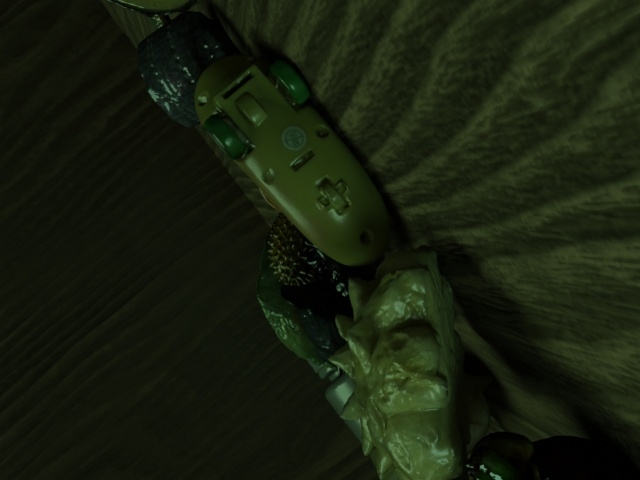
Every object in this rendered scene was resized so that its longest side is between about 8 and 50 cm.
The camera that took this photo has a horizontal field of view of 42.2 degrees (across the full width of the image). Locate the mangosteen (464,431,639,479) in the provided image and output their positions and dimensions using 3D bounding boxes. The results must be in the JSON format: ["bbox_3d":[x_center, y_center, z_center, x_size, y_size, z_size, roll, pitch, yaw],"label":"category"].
[{"bbox_3d":[0.225,0.282,0.821,0.216,0.216,0.216,52,174,8],"label":"mangosteen"}]

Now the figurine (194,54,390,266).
[{"bbox_3d":[-0.036,-0.097,1.052,0.324,0.124,0.222,49,174,1],"label":"figurine"}]

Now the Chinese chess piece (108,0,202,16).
[{"bbox_3d":[-0.161,-0.283,0.617,0.250,0.103,0.249,28,162,10],"label":"Chinese chess piece"}]

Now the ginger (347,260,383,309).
[{"bbox_3d":[0.100,0.122,1.165,0.193,0.115,0.122,95,158,-51],"label":"ginger"}]

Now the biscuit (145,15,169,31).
[{"bbox_3d":[-0.354,-0.479,1.680,0.250,0.032,0.133,52,173,12],"label":"biscuit"}]

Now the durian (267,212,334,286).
[{"bbox_3d":[0.000,0.000,1.208,0.137,0.168,0.158,5,164,28],"label":"durian"}]

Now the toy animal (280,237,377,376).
[{"bbox_3d":[0.004,0.107,1.103,0.121,0.117,0.210,40,136,41],"label":"toy animal"}]

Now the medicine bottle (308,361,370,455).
[{"bbox_3d":[0.122,0.273,1.569,0.339,0.208,0.208,52,174,10],"label":"medicine bottle"}]

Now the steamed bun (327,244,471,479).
[{"bbox_3d":[0.093,0.158,0.939,0.295,0.137,0.292,-38,-64,-77],"label":"steamed bun"}]

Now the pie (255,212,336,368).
[{"bbox_3d":[-0.007,0.065,1.339,0.257,0.106,0.274,59,-145,-24],"label":"pie"}]

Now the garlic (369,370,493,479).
[{"bbox_3d":[0.165,0.253,1.309,0.250,0.286,0.313,1,156,21],"label":"garlic"}]

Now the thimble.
[{"bbox_3d":[-0.182,-0.244,1.181,0.150,0.098,0.150,45,-151,-35],"label":"thimble"}]
